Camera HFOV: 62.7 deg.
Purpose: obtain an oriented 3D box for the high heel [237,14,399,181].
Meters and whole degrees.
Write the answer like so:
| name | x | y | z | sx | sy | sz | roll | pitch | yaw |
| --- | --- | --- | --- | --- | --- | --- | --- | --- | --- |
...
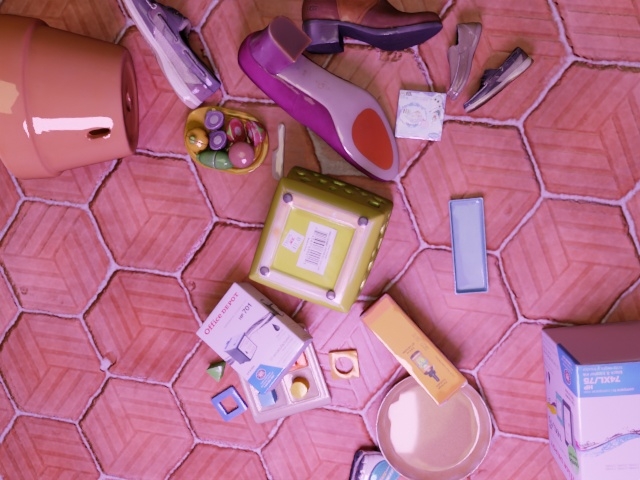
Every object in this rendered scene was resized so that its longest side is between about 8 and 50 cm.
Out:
| name | x | y | z | sx | sy | sz | roll | pitch | yaw |
| --- | --- | --- | --- | --- | --- | --- | --- | --- | --- |
| high heel | -0.001 | -0.256 | 1.029 | 0.127 | 0.181 | 0.377 | -47 | 109 | -21 |

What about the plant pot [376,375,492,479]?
| name | x | y | z | sx | sy | sz | roll | pitch | yaw |
| --- | --- | --- | --- | --- | --- | --- | --- | --- | --- |
| plant pot | 0.234 | 0.389 | 1.098 | 0.236 | 0.032 | 0.236 | 0 | 89 | 4 |

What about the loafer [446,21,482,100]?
| name | x | y | z | sx | sy | sz | roll | pitch | yaw |
| --- | --- | --- | --- | --- | --- | --- | --- | --- | --- |
| loafer | 0.258 | -0.336 | 0.984 | 0.050 | 0.056 | 0.148 | 16 | 91 | 4 |

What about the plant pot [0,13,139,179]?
| name | x | y | z | sx | sy | sz | roll | pitch | yaw |
| --- | --- | --- | --- | --- | --- | --- | --- | --- | --- |
| plant pot | -0.458 | -0.260 | 0.977 | 0.203 | 0.291 | 0.291 | -2 | 99 | -9 |

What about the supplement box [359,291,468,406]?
| name | x | y | z | sx | sy | sz | roll | pitch | yaw |
| --- | --- | --- | --- | --- | --- | --- | --- | --- | --- |
| supplement box | 0.183 | 0.212 | 1.050 | 0.078 | 0.080 | 0.233 | -42 | 83 | 3 |

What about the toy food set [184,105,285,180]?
| name | x | y | z | sx | sy | sz | roll | pitch | yaw |
| --- | --- | --- | --- | --- | --- | --- | --- | --- | --- |
| toy food set | -0.177 | -0.195 | 1.045 | 0.217 | 0.071 | 0.128 | 12 | 100 | 4 |

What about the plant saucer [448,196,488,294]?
| name | x | y | z | sx | sy | sz | roll | pitch | yaw |
| --- | --- | --- | --- | --- | --- | --- | --- | --- | --- |
| plant saucer | 0.295 | 0.011 | 1.052 | 0.067 | 0.018 | 0.192 | -5 | 99 | 7 |

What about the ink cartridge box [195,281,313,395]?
| name | x | y | z | sx | sy | sz | roll | pitch | yaw |
| --- | --- | --- | --- | --- | --- | --- | --- | --- | --- |
| ink cartridge box | -0.134 | 0.195 | 1.072 | 0.190 | 0.082 | 0.140 | 38 | 95 | 12 |

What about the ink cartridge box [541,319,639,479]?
| name | x | y | z | sx | sy | sz | roll | pitch | yaw |
| --- | --- | --- | --- | --- | --- | --- | --- | --- | --- |
| ink cartridge box | 0.548 | 0.314 | 0.980 | 0.197 | 0.198 | 0.270 | -6 | 98 | 7 |

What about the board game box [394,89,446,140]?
| name | x | y | z | sx | sy | sz | roll | pitch | yaw |
| --- | --- | --- | --- | --- | --- | --- | --- | --- | --- |
| board game box | 0.193 | -0.242 | 1.021 | 0.090 | 0.020 | 0.090 | 6 | 99 | 5 |

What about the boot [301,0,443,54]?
| name | x | y | z | sx | sy | sz | roll | pitch | yaw |
| --- | --- | --- | --- | --- | --- | --- | --- | --- | --- |
| boot | 0.090 | -0.500 | 0.976 | 0.264 | 0.096 | 0.281 | -1 | 91 | 13 |

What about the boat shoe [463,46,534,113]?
| name | x | y | z | sx | sy | sz | roll | pitch | yaw |
| --- | --- | --- | --- | --- | --- | --- | --- | --- | --- |
| boat shoe | 0.323 | -0.299 | 0.983 | 0.152 | 0.056 | 0.049 | -39 | 88 | 1 |

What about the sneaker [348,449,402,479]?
| name | x | y | z | sx | sy | sz | roll | pitch | yaw |
| --- | --- | --- | --- | --- | --- | --- | --- | --- | --- |
| sneaker | 0.106 | 0.587 | 1.127 | 0.109 | 0.107 | 0.275 | 12 | 101 | -5 |

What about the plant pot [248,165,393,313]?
| name | x | y | z | sx | sy | sz | roll | pitch | yaw |
| --- | --- | --- | --- | --- | --- | --- | --- | --- | --- |
| plant pot | 0.000 | 0.000 | 0.989 | 0.227 | 0.207 | 0.228 | 20 | 100 | 3 |

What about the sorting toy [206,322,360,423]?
| name | x | y | z | sx | sy | sz | roll | pitch | yaw |
| --- | --- | --- | --- | --- | --- | --- | --- | --- | --- |
| sorting toy | -0.088 | 0.291 | 1.125 | 0.347 | 0.047 | 0.196 | -19 | 96 | 9 |

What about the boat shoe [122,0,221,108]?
| name | x | y | z | sx | sy | sz | roll | pitch | yaw |
| --- | --- | --- | --- | --- | --- | --- | --- | --- | --- |
| boat shoe | -0.290 | -0.400 | 1.015 | 0.092 | 0.103 | 0.285 | -28 | 99 | 5 |
